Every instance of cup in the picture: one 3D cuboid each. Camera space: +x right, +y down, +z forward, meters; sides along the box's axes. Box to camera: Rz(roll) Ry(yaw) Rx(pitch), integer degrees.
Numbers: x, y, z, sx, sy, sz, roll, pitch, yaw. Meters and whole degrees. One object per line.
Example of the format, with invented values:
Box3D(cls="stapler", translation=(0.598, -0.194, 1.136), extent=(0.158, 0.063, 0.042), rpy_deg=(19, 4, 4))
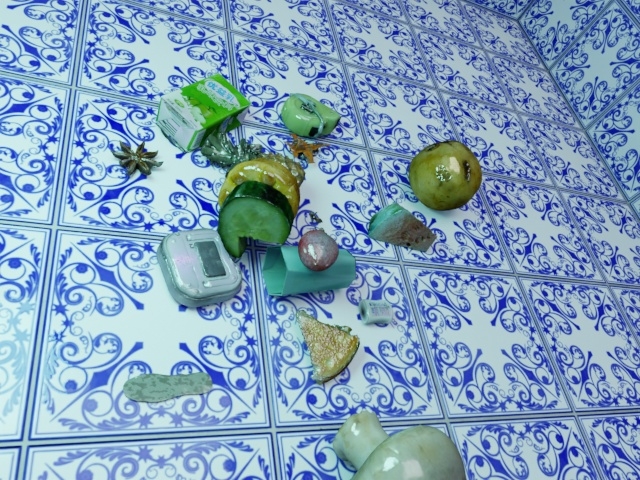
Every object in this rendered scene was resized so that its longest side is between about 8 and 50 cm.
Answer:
Box3D(cls="cup", translation=(-0.024, 0.074, 1.438), extent=(0.235, 0.148, 0.134), rpy_deg=(-2, 31, -32))

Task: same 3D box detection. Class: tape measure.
Box3D(cls="tape measure", translation=(-0.047, -0.437, 1.832), extent=(0.200, 0.106, 0.175), rpy_deg=(35, 42, 2))

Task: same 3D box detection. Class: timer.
Box3D(cls="timer", translation=(-0.303, 0.062, 1.331), extent=(0.190, 0.069, 0.209), rpy_deg=(-10, 60, -38))

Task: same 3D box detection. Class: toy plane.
Box3D(cls="toy plane", translation=(-0.039, -0.311, 1.782), extent=(0.188, 0.062, 0.135), rpy_deg=(-8, 60, -50))

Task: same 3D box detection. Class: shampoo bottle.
Box3D(cls="shampoo bottle", translation=(0.163, 0.203, 1.503), extent=(0.099, 0.043, 0.072), rpy_deg=(5, 55, -28))

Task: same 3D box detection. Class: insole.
Box3D(cls="insole", translation=(-0.333, 0.320, 1.157), extent=(0.193, 0.006, 0.065), rpy_deg=(2, 55, -29))

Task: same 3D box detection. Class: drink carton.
Box3D(cls="drink carton", translation=(-0.365, -0.398, 1.622), extent=(0.161, 0.108, 0.271), rpy_deg=(44, 46, 4))

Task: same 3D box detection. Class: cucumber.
Box3D(cls="cucumber", translation=(-0.169, -0.061, 1.356), extent=(0.191, 0.191, 0.130), rpy_deg=(25, 24, -10))

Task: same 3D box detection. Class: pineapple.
Box3D(cls="pineapple", translation=(-0.205, -0.217, 1.565), extent=(0.309, 0.141, 0.170), rpy_deg=(27, 71, 1))

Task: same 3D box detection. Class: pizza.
Box3D(cls="pizza", translation=(-0.002, 0.258, 1.362), extent=(0.195, 0.052, 0.185), rpy_deg=(48, 54, 5))

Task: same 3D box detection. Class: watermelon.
Box3D(cls="watermelon", translation=(0.288, -0.037, 1.714), extent=(0.241, 0.154, 0.095), rpy_deg=(28, 45, -26))

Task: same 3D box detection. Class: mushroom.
Box3D(cls="mushroom", translation=(0.145, 0.497, 1.120), extent=(0.297, 0.298, 0.290), rpy_deg=(-12, 41, -36))

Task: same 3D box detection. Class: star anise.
Box3D(cls="star anise", translation=(-0.504, -0.223, 1.452), extent=(0.140, 0.042, 0.141), rpy_deg=(14, 49, -16))

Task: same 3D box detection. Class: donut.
Box3D(cls="donut", translation=(-0.163, -0.117, 1.454), extent=(0.226, 0.227, 0.114), rpy_deg=(32, 24, -4))

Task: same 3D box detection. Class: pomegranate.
Box3D(cls="pomegranate", translation=(0.439, -0.230, 1.868), extent=(0.260, 0.260, 0.261), rpy_deg=(15, 50, -19))

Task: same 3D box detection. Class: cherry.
Box3D(cls="cherry", translation=(0.000, 0.000, 1.372), extent=(0.106, 0.090, 0.226), rpy_deg=(20, 36, -5))
